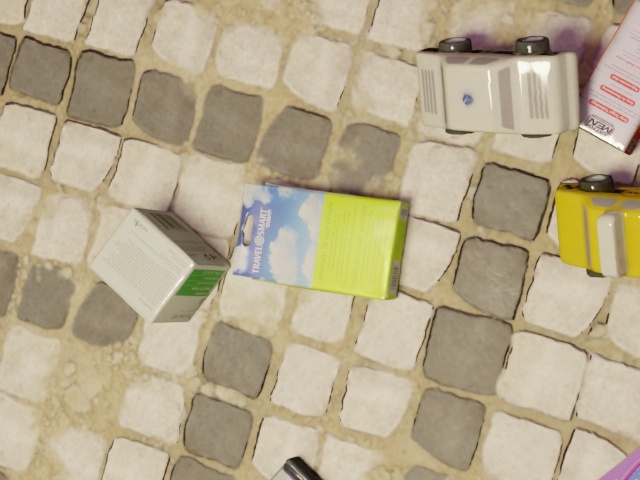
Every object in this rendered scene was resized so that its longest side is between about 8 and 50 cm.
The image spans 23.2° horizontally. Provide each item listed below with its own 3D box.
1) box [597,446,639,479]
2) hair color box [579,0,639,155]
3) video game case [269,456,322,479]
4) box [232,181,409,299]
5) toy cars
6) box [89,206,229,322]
[{"bbox_3d":[0.362,0.295,1.519,0.293,0.057,0.201,-41,65,13],"label":"box"},{"bbox_3d":[0.317,-0.165,1.579,0.072,0.043,0.141,32,97,18],"label":"hair color box"},{"bbox_3d":[-0.013,0.416,1.674,0.275,0.035,0.248,43,101,16],"label":"video game case"},{"bbox_3d":[0.000,0.000,1.683,0.178,0.042,0.109,8,90,20],"label":"box"},{"bbox_3d":[0.232,-0.077,1.547,0.393,0.087,0.176,46,130,17],"label":"toy cars"},{"bbox_3d":[-0.176,0.028,1.713,0.102,0.101,0.087,42,101,16],"label":"box"}]
